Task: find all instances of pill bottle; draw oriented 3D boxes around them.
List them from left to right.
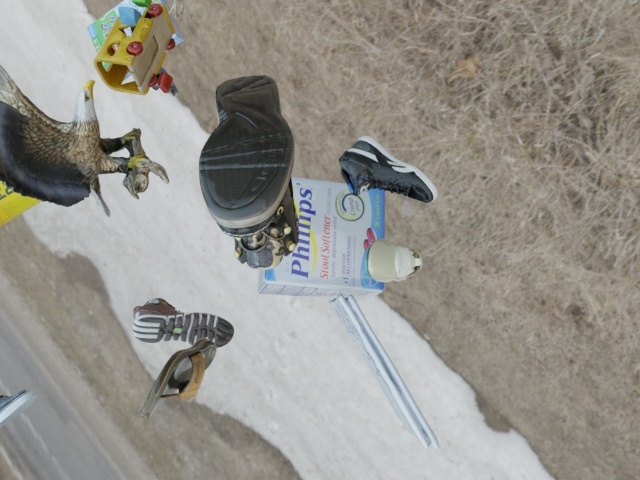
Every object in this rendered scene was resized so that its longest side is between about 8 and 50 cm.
[{"bbox_3d":[-0.612,-0.091,1.204,0.117,0.215,0.117,46,161,21],"label":"pill bottle"}]

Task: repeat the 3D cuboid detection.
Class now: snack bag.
[{"bbox_3d":[0.111,0.251,1.297,0.323,0.037,0.342,59,174,3],"label":"snack bag"}]

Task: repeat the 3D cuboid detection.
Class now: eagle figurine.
[{"bbox_3d":[-0.429,-0.165,1.055,0.226,0.298,0.225,-12,77,53],"label":"eagle figurine"}]

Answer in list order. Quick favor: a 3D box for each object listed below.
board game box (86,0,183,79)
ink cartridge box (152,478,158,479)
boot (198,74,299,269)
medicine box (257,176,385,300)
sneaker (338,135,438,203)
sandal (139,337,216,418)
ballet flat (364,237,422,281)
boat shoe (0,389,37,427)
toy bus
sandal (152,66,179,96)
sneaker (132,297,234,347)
[{"bbox_3d":[-0.452,-0.501,1.549,0.211,0.039,0.160,-28,81,16],"label":"board game box"},{"bbox_3d":[-0.268,0.464,1.072,0.099,0.056,0.135,64,152,3],"label":"ink cartridge box"},{"bbox_3d":[-0.103,-0.066,1.037,0.378,0.138,0.284,-101,5,-49],"label":"boot"},{"bbox_3d":[0.000,0.000,1.561,0.149,0.289,0.264,135,138,-70],"label":"medicine box"},{"bbox_3d":[0.132,-0.120,1.361,0.216,0.121,0.079,37,155,17],"label":"sneaker"},{"bbox_3d":[-0.211,0.220,1.020,0.060,0.219,0.090,28,102,10],"label":"sandal"},{"bbox_3d":[0.152,0.039,1.236,0.086,0.248,0.086,-1,87,18],"label":"ballet flat"},{"bbox_3d":[-0.651,0.329,1.270,0.183,0.065,0.083,-36,84,14],"label":"boat shoe"},{"bbox_3d":[-0.357,-0.383,1.232,0.104,0.202,0.191,11,108,11],"label":"toy bus"},{"bbox_3d":[-0.495,-0.476,1.843,0.254,0.054,0.097,37,164,29],"label":"sandal"},{"bbox_3d":[-0.386,0.213,1.778,0.162,0.281,0.107,45,119,57],"label":"sneaker"}]
